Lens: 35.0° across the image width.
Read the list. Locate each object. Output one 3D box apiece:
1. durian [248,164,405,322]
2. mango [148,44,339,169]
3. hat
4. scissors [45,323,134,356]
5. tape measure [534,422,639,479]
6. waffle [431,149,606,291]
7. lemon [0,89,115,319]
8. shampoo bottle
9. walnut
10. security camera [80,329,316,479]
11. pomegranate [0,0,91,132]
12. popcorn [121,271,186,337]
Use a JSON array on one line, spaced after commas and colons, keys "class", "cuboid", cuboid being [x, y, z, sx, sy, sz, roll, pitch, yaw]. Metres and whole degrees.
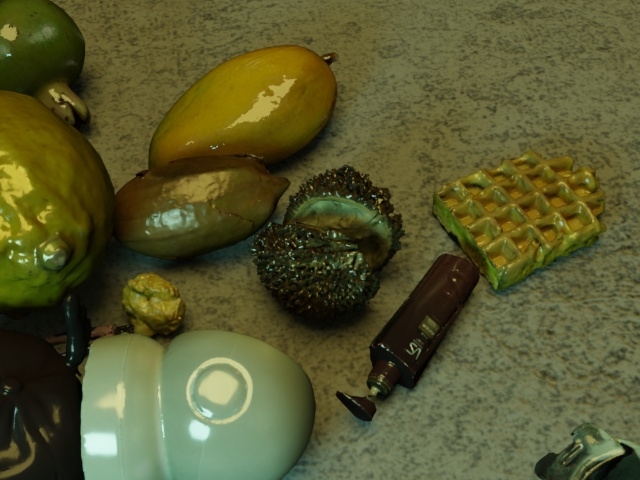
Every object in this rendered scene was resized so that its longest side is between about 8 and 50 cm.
[{"class": "durian", "cuboid": [0.000, 0.000, 1.237, 0.196, 0.167, 0.196, -17, 31, 10]}, {"class": "mango", "cuboid": [-0.103, -0.173, 1.406, 0.317, 0.119, 0.176, -30, 59, -8]}, {"class": "hat", "cuboid": [-0.369, 0.148, 1.076, 0.336, 0.208, 0.238, 35, 37, 24]}, {"class": "scissors", "cuboid": [-0.279, 0.121, 1.244, 0.113, 0.012, 0.039, -14, 53, -8]}, {"class": "tape measure", "cuboid": [0.326, 0.322, 0.903, 0.147, 0.256, 0.275, -39, 42, -18]}, {"class": "waffle", "cuboid": [0.274, -0.038, 1.312, 0.211, 0.055, 0.160, -23, 54, -15]}, {"class": "lemon", "cuboid": [-0.381, -0.045, 1.213, 0.316, 0.285, 0.285, 13, 54, 18]}, {"class": "shampoo bottle", "cuboid": [0.106, 0.113, 1.195, 0.068, 0.067, 0.236, 30, 59, 13]}, {"class": "walnut", "cuboid": [-0.157, -0.043, 1.297, 0.245, 0.137, 0.137, -8, 52, 2]}, {"class": "security camera", "cuboid": [-0.123, 0.187, 1.074, 0.236, 0.194, 0.194, -3, 52, 0]}, {"class": "pomegranate", "cuboid": [-0.406, -0.257, 1.456, 0.211, 0.179, 0.179, 25, 55, -4]}, {"class": "popcorn", "cuboid": [-0.199, 0.078, 1.244, 0.084, 0.084, 0.084, -2, 52, 2]}]
